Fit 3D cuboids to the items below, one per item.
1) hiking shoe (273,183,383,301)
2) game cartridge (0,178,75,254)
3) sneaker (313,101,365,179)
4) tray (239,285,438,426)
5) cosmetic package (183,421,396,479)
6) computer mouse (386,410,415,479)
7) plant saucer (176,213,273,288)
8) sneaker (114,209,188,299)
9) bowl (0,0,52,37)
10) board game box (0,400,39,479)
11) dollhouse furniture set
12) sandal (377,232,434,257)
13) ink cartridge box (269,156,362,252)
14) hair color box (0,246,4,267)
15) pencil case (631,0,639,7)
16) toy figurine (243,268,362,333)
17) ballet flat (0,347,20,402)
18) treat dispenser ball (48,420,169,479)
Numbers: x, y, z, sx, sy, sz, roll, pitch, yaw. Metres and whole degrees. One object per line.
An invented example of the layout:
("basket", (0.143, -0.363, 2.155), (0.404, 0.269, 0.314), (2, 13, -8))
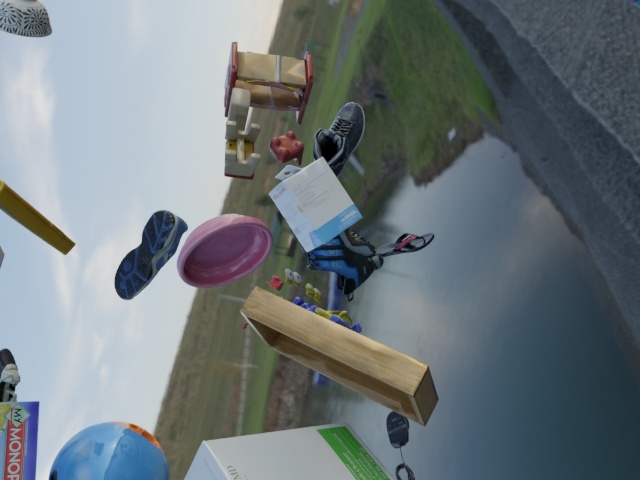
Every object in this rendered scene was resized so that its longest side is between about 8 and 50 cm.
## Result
("hiking shoe", (0.000, 0.000, 1.499), (0.132, 0.304, 0.113), (-51, 15, -3))
("game cartridge", (-0.701, -0.108, 1.494), (0.053, 0.285, 0.324), (-51, -19, -11))
("sneaker", (0.048, -0.260, 1.660), (0.163, 0.086, 0.226), (72, -142, -73))
("tray", (0.041, 0.239, 1.438), (0.076, 0.410, 0.203), (-57, -28, -19))
("cosmetic package", (-0.054, 0.467, 1.255), (0.197, 0.365, 0.155), (43, 113, 39))
("computer mouse", (0.234, 0.588, 1.921), (0.071, 0.041, 0.242), (-29, 45, 24))
("plant saucer", (-0.319, 0.026, 2.251), (0.084, 0.331, 0.332), (61, 153, 30))
("sneaker", (-0.340, 0.037, 1.393), (0.211, 0.080, 0.081), (-52, -22, 10))
("bowl", (-0.723, -0.559, 1.637), (0.170, 0.170, 0.080), (-84, 16, -61))
("board game box", (-0.732, 0.515, 1.488), (0.046, 0.213, 0.318), (131, 137, -57))
("dollhouse furniture set", (-0.126, -0.280, 1.601), (0.152, 0.201, 0.374), (113, 159, -53))
("sandal", (0.233, 0.007, 1.928), (0.040, 0.179, 0.067), (64, -152, -21))
("ink cartridge box", (-0.014, -0.068, 1.173), (0.089, 0.143, 0.092), (-34, 3, -23))
("hair color box", (-0.821, 0.084, 1.532), (0.347, 0.105, 0.174), (-106, 7, -52))
("pencil case", (0.628, -0.483, 1.332), (0.064, 0.151, 0.070), (128, 160, -53))
("toy figurine", (0.011, 0.245, 1.713), (0.191, 0.217, 0.362), (-55, -44, -8))
("ballet flat", (-0.815, 0.385, 1.782), (0.074, 0.074, 0.203), (121, 153, -80))
("treat dispenser ball", (-0.517, 0.591, 1.682), (0.288, 0.287, 0.289), (-168, 90, -87))
